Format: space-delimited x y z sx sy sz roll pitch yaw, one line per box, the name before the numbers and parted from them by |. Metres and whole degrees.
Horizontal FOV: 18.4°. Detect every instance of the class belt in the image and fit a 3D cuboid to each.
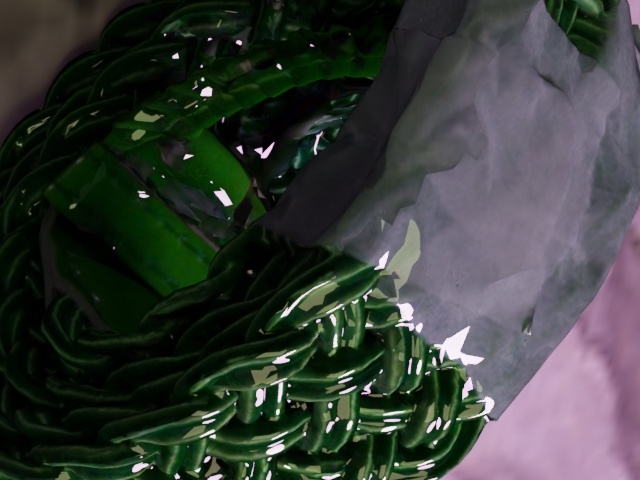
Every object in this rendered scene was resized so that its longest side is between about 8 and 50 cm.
belt | 0.000 0.000 0.379 0.151 0.121 0.079 -43 125 11
